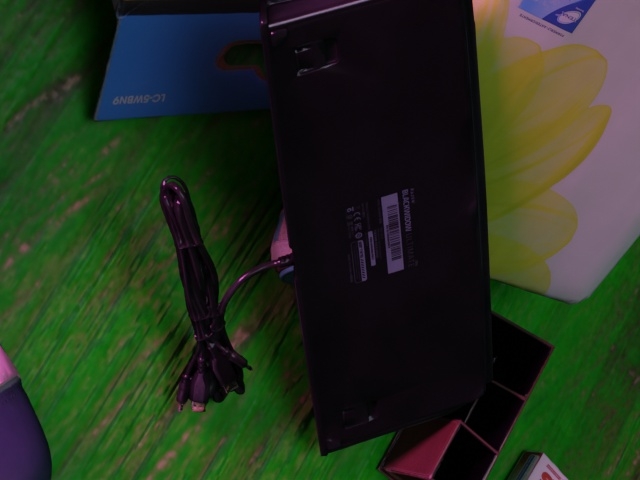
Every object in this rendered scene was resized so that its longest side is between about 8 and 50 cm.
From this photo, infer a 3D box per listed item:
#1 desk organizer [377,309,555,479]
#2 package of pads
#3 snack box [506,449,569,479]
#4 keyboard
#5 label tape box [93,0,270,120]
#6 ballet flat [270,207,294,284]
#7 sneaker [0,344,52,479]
[{"bbox_3d":[0.097,0.109,1.104,0.047,0.050,0.130,41,68,-30],"label":"desk organizer"},{"bbox_3d":[0.149,-0.111,1.024,0.229,0.101,0.296,19,118,-35],"label":"package of pads"},{"bbox_3d":[0.183,0.226,1.189,0.178,0.022,0.064,47,64,-27],"label":"snack box"},{"bbox_3d":[0.000,0.000,0.965,0.202,0.033,0.317,-17,128,-12],"label":"keyboard"},{"bbox_3d":[-0.008,-0.237,0.955,0.241,0.106,0.333,-7,135,-36],"label":"label tape box"},{"bbox_3d":[0.041,0.016,1.060,0.168,0.057,0.052,22,57,-36],"label":"ballet flat"},{"bbox_3d":[-0.282,0.117,0.809,0.319,0.112,0.131,-8,80,-39],"label":"sneaker"}]
